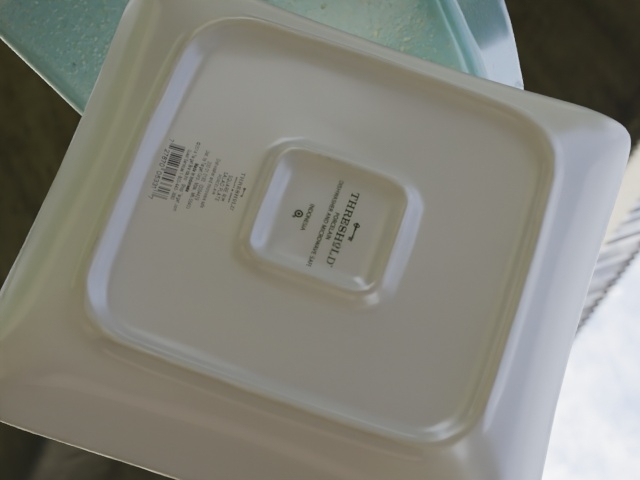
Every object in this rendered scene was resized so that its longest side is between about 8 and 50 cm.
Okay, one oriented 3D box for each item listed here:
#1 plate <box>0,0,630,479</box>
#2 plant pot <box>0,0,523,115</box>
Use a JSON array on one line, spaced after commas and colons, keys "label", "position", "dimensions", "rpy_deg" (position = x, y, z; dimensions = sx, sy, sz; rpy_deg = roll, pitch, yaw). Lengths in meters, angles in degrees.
[{"label": "plate", "position": [0.000, 0.000, 0.979], "dimensions": [0.278, 0.277, 0.045], "rpy_deg": [19, -29, 2]}, {"label": "plant pot", "position": [-0.009, -0.134, 1.265], "dimensions": [0.248, 0.247, 0.252], "rpy_deg": [-39, -89, 17]}]
